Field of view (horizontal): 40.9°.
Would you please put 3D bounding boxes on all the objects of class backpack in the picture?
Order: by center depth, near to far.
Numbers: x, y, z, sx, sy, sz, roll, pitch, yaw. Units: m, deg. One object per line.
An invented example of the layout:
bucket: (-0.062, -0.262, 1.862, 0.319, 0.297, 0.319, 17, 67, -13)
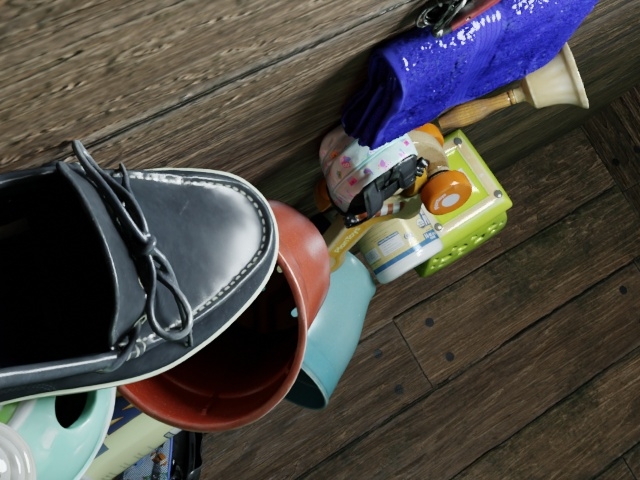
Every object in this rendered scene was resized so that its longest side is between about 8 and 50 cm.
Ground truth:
backpack: (0.064, -0.103, 1.169, 0.152, 0.115, 0.182, -42, 174, -3)
backpack: (-0.297, 0.386, 1.472, 0.213, 0.263, 0.277, 6, 133, -1)

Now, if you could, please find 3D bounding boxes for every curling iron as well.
curling iron: (0.216, -0.276, 0.840, 0.274, 0.035, 0.068, -30, 174, -3)

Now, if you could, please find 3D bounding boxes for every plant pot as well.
plant pot: (-0.114, 0.064, 1.093, 0.272, 0.272, 0.265, -32, -178, 18)
plant pot: (-0.035, 0.140, 1.648, 0.255, 0.271, 0.271, -54, -176, -24)
plant pot: (0.254, -0.084, 1.792, 0.228, 0.227, 0.207, -32, 170, -7)

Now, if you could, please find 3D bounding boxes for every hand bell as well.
hand bell: (0.318, -0.239, 1.463, 0.242, 0.126, 0.126, -20, 177, 15)

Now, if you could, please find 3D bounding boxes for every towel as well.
towel: (0.181, -0.214, 0.998, 0.308, 0.076, 0.227, -29, 175, -13)

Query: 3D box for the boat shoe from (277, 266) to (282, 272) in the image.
boat shoe: (-0.122, 0.029, 1.475, 0.103, 0.113, 0.302, -9, -173, 24)

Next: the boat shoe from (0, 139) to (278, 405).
boat shoe: (-0.188, 0.025, 0.674, 0.156, 0.187, 0.500, -28, 172, 38)

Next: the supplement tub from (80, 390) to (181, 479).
supplement tub: (-0.323, 0.222, 1.282, 0.324, 0.235, 0.235, -35, 175, -5)

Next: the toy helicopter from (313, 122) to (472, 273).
toy helicopter: (0.064, -0.052, 1.442, 0.235, 0.140, 0.355, 5, 139, -40)

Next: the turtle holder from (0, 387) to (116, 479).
turtle holder: (-0.334, 0.129, 0.777, 0.227, 0.243, 0.320, -47, 131, 12)

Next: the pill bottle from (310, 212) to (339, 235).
pill bottle: (0.000, 0.000, 1.818, 0.169, 0.094, 0.094, -29, 174, -15)

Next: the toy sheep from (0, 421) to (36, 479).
toy sheep: (-0.238, 0.162, 0.581, 0.091, 0.091, 0.132, -28, 175, -21)

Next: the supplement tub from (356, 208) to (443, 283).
supplement tub: (0.127, -0.034, 1.648, 0.144, 0.200, 0.144, -30, 175, -3)
